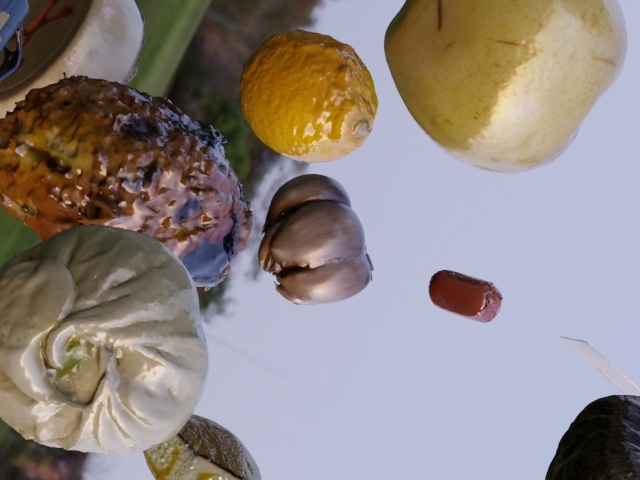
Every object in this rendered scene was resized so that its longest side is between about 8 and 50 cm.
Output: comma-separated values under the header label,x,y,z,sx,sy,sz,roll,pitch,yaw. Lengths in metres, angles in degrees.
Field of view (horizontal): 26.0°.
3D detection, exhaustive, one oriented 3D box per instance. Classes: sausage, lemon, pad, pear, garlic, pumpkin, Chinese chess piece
label,x,y,z,sx,sy,sz,roll,pitch,yaw
sausage,0.248,0.096,2.404,0.076,0.141,0.076,-36,137,-44
lemon,-0.008,-0.155,1.520,0.187,0.142,0.142,38,-76,40
pad,0.502,0.238,2.320,0.004,0.232,0.156,-49,-174,-5
pear,0.227,-0.241,1.742,0.309,0.309,0.309,-59,-168,21
garlic,0.000,0.000,2.261,0.160,0.191,0.214,4,-77,58
pumpkin,0.417,0.344,2.061,0.278,0.111,0.163,-58,-174,-3
Chinese chess piece,-0.466,-0.330,2.466,0.338,0.140,0.338,-26,-138,26

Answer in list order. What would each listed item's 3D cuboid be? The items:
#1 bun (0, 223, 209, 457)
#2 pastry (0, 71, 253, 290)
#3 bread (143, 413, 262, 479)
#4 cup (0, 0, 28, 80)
label,x,y,z,sx,sy,sz,roll,pitch,yaw
bun,-0.236,0.102,1.417,0.259,0.259,0.160,-63,173,-3
pastry,-0.272,-0.072,2.033,0.292,0.405,0.337,-54,-144,-1
bread,-0.131,0.244,1.556,0.083,0.157,0.094,-64,177,34
cup,-0.511,-0.296,2.041,0.131,0.176,0.155,5,-125,30
